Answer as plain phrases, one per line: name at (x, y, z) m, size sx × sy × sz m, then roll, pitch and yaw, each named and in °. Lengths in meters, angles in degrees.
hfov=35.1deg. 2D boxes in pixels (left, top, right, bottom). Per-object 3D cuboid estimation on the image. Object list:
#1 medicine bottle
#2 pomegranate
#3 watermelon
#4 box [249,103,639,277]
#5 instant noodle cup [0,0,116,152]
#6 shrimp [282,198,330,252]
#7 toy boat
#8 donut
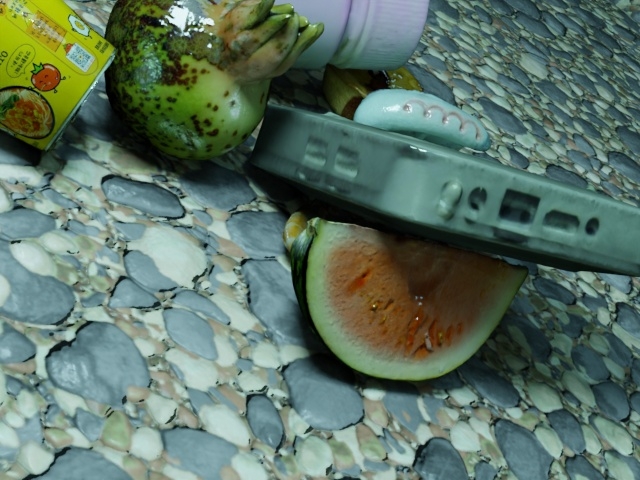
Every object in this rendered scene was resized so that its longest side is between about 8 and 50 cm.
medicine bottle at (-0.060, -0.352, 1.410) m, size 0.389 × 0.219 × 0.219 m, roll 2°, pitch 43°, yaw -21°
pomegranate at (-0.122, -0.224, 1.197) m, size 0.222 × 0.277 × 0.204 m, roll 61°, pitch 16°, yaw -21°
watermelon at (0.073, 0.061, 1.142) m, size 0.304 × 0.159 × 0.128 m, roll 12°, pitch 11°, yaw -32°
box at (0.157, -0.061, 1.242) m, size 0.396 × 0.111 × 0.396 m, roll 11°, pitch 7°, yaw -30°
instant noodle cup at (-0.315, -0.191, 1.089) m, size 0.144 × 0.182 × 0.182 m, roll 35°, pitch 31°, yaw -16°
shrimp at (0.005, -0.005, 1.239) m, size 0.095 × 0.045 × 0.162 m, roll 33°, pitch 26°, yaw 1°
toy boat at (0.143, -0.146, 1.474) m, size 0.208 × 0.134 × 0.078 m, roll 20°, pitch 57°, yaw -25°
donut at (0.076, -0.236, 1.581) m, size 0.166 × 0.073 × 0.184 m, roll 30°, pitch 33°, yaw -3°
